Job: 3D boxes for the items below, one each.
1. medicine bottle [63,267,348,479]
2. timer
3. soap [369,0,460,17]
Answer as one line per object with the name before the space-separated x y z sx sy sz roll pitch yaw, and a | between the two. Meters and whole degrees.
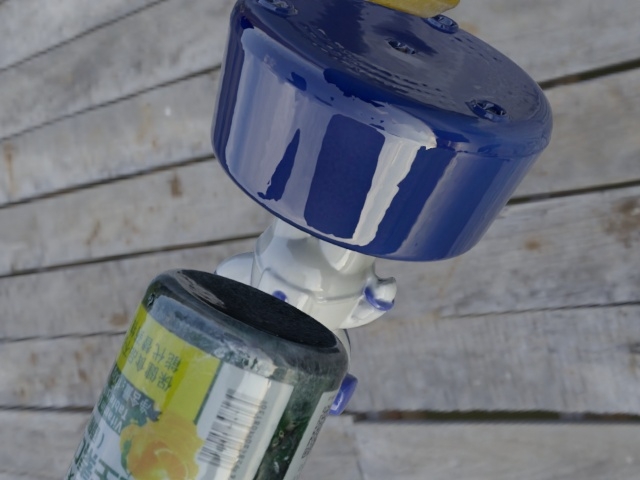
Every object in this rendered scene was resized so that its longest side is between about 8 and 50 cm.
medicine bottle | -0.099 0.175 0.801 0.141 0.141 0.293 31 101 41
timer | 0.000 0.000 1.044 0.270 0.270 0.383 44 123 35
soap | 0.077 -0.221 0.814 0.140 0.232 0.073 -36 76 24
